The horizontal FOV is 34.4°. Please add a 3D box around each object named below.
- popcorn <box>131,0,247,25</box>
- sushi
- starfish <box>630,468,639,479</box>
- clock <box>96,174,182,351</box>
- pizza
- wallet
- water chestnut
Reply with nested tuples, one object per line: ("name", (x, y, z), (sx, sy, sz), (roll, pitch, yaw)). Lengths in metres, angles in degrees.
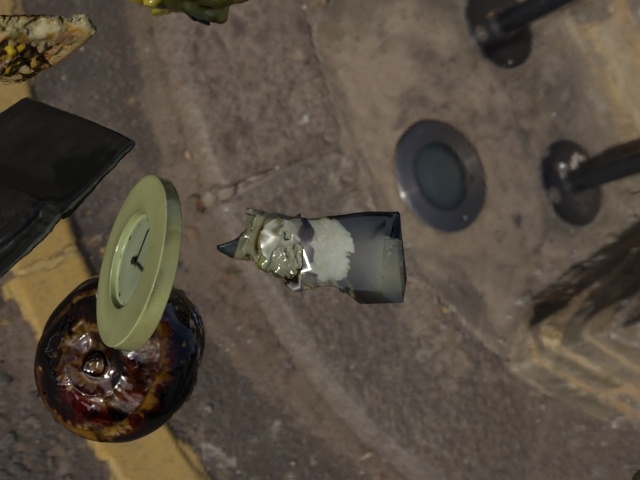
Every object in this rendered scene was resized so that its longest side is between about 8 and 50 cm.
("popcorn", (-0.249, -0.494, 1.816), (0.286, 0.252, 0.215), (10, 102, -27))
("sushi", (-0.011, 0.017, 1.515), (0.272, 0.109, 0.134), (2, 96, 1))
("starfish", (0.182, 0.152, 0.515), (0.078, 0.347, 0.358), (37, 27, 23))
("clock", (-0.240, 0.029, 1.365), (0.029, 0.235, 0.235), (16, 69, -28))
("pizza", (-0.394, -0.244, 1.306), (0.195, 0.185, 0.052), (0, 68, -63))
("wallet", (-0.437, -0.065, 1.400), (0.323, 0.247, 0.041), (-49, 144, -27))
("water chestnut", (-0.325, 0.192, 1.738), (0.300, 0.300, 0.300), (11, 72, -34))
